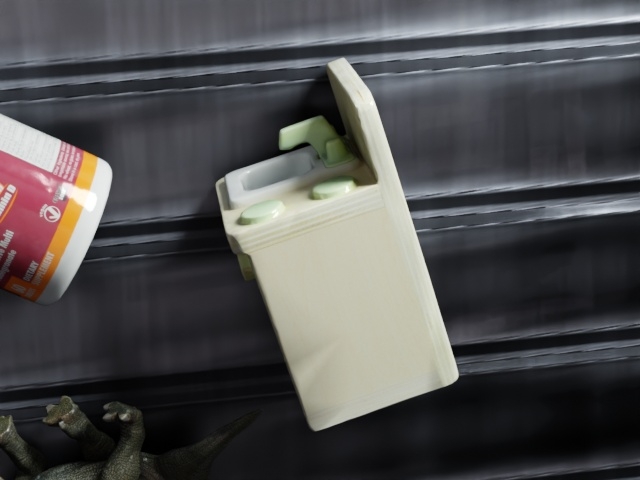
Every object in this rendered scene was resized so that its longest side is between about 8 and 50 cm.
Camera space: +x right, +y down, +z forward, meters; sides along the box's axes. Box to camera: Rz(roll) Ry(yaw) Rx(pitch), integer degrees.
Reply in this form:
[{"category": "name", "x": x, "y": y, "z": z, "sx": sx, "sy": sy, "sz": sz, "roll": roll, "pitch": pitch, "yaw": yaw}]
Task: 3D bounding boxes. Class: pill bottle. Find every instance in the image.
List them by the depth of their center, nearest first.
[{"category": "pill bottle", "x": -0.276, "y": -0.046, "z": 1.082, "sx": 0.221, "sy": 0.121, "sz": 0.121, "roll": 24, "pitch": 102, "yaw": -16}]

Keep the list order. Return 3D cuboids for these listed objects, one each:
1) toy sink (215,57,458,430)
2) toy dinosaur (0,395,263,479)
[{"category": "toy sink", "x": 0.000, "y": 0.000, "z": 1.125, "sx": 0.131, "sy": 0.153, "sz": 0.234, "roll": -19, "pitch": 110, "yaw": -2}, {"category": "toy dinosaur", "x": -0.184, "y": 0.212, "z": 1.199, "sx": 0.313, "sy": 0.121, "sz": 0.160, "roll": -30, "pitch": 122, "yaw": -4}]
